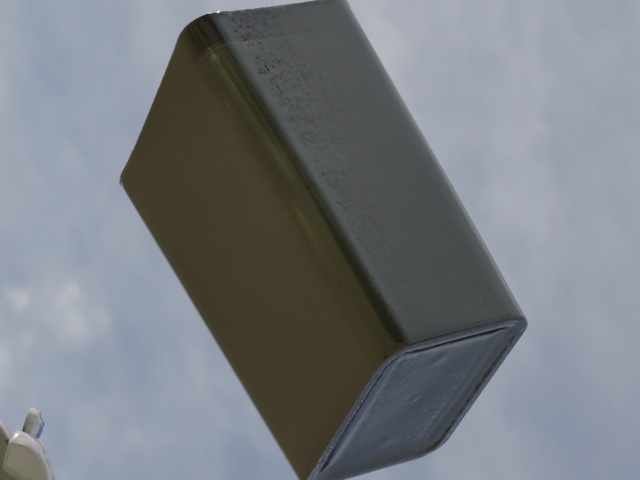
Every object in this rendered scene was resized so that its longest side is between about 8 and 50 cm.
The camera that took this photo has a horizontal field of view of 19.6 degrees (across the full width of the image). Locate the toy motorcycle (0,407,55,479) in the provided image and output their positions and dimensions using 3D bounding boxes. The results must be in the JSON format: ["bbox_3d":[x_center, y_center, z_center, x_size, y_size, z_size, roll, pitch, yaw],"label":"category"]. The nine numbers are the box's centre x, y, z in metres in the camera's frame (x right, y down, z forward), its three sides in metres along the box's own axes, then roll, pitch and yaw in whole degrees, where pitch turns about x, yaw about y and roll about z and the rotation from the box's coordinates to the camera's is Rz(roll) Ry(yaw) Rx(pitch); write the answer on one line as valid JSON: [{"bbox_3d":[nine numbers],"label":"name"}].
[{"bbox_3d":[-0.177,0.108,0.653,0.150,0.221,0.102,-75,-179,-61],"label":"toy motorcycle"}]

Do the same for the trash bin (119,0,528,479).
[{"bbox_3d":[0.000,0.000,1.088,0.240,0.122,0.164,59,-36,28],"label":"trash bin"}]
